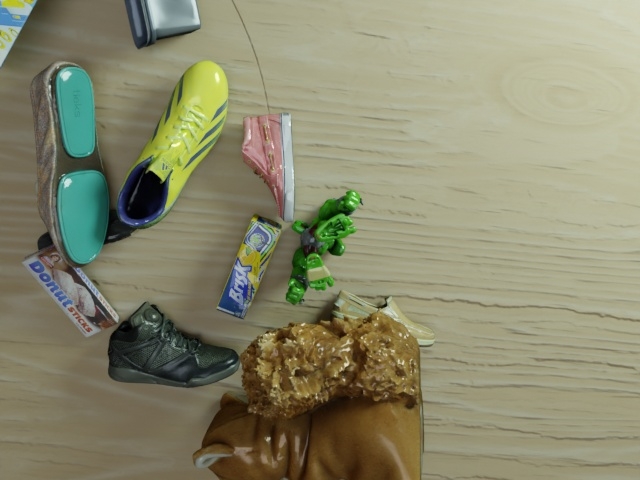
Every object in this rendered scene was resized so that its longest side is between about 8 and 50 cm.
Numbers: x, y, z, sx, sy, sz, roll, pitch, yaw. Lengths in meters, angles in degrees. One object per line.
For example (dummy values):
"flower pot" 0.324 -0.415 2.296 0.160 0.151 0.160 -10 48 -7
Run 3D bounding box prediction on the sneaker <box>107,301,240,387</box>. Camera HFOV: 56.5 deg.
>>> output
"sneaker" -0.253 0.179 1.025 0.228 0.087 0.130 4 111 2

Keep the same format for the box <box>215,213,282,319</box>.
"box" -0.121 0.044 1.010 0.054 0.059 0.168 21 102 -6

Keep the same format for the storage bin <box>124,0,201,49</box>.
"storage bin" -0.239 -0.361 0.890 0.091 0.098 0.135 -16 106 -27

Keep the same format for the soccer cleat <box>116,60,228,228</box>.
"soccer cleat" -0.226 -0.141 0.924 0.094 0.121 0.289 30 101 -9

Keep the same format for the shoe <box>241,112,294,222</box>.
"shoe" -0.084 -0.117 0.971 0.081 0.063 0.177 -3 99 -1

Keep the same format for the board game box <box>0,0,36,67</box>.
"board game box" -0.509 -0.433 0.782 0.308 0.086 0.301 28 97 -33

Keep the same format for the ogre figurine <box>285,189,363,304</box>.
"ogre figurine" 0.000 0.000 0.975 0.097 0.118 0.196 8 106 -9

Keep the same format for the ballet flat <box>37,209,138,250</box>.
"ballet flat" -0.385 -0.012 0.999 0.173 0.049 0.057 -15 76 -4

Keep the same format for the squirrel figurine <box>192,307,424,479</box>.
"squirrel figurine" -0.020 0.288 0.989 0.371 0.281 0.396 -1 113 11

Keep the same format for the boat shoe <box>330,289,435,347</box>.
"boat shoe" 0.116 0.133 1.046 0.190 0.068 0.072 16 90 -7

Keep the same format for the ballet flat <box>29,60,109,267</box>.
"ballet flat" -0.401 -0.117 0.938 0.106 0.108 0.315 6 98 33

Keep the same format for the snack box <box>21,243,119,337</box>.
"snack box" -0.416 0.085 1.001 0.064 0.022 0.178 -24 122 5
